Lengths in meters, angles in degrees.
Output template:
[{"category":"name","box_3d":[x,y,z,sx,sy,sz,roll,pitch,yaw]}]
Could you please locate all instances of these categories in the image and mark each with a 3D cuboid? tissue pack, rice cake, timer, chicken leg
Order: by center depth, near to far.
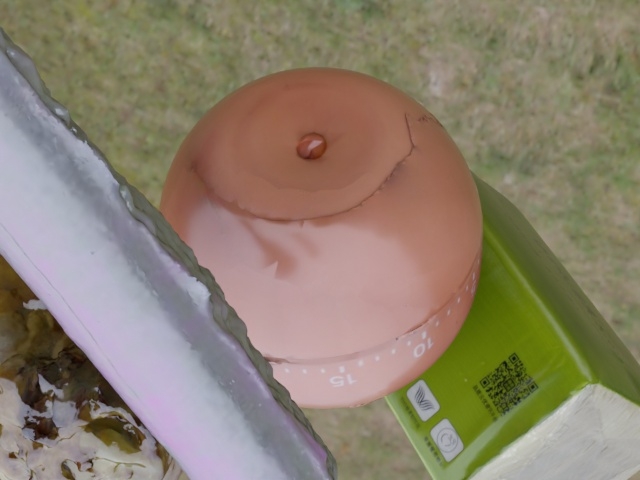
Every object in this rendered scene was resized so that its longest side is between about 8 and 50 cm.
[{"category":"rice cake","box_3d":[-0.072,0.012,0.454,0.270,0.055,0.049,56,180,-25]},{"category":"chicken leg","box_3d":[-0.142,0.022,0.671,0.087,0.251,0.107,-39,156,30]},{"category":"timer","box_3d":[0.000,0.000,0.943,0.229,0.229,0.215,13,145,13]},{"category":"tissue pack","box_3d":[0.138,0.081,1.120,0.167,0.275,0.200,-40,143,14]}]
